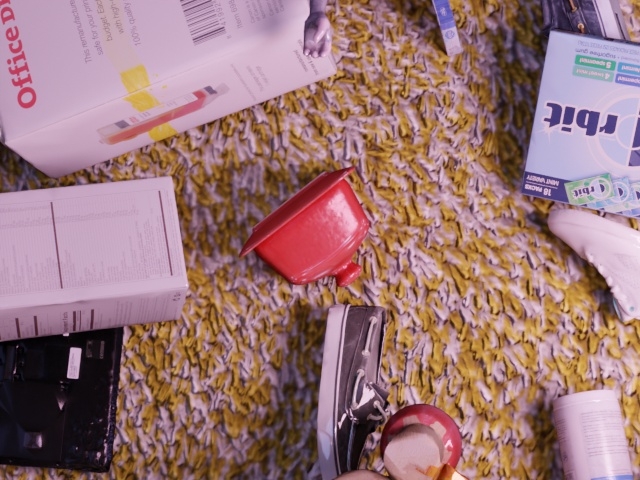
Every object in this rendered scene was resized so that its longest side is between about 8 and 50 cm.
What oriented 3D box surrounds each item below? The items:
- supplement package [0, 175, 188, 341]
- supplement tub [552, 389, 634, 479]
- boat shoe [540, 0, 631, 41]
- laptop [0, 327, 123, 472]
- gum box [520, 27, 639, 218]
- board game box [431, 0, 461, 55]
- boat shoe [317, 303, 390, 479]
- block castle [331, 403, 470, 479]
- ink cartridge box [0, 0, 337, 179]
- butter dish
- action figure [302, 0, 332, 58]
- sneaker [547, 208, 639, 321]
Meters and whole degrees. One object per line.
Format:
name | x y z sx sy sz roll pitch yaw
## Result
supplement package | -0.283 0.023 1.531 0.244 0.134 0.139 -6 72 -12
supplement tub | 0.285 0.215 1.423 0.071 0.071 0.107 -10 73 10
boat shoe | 0.309 -0.211 1.545 0.083 0.065 0.183 -19 77 28
laptop | -0.376 0.155 1.624 0.264 0.136 0.234 6 76 -12
gum box | 0.312 -0.126 1.484 0.157 0.041 0.184 13 107 15
board game box | 0.140 -0.273 1.580 0.020 0.090 0.090 -16 72 6
boat shoe | 0.039 0.175 1.488 0.070 0.078 0.219 -1 73 14
block castle | 0.061 0.414 1.353 0.303 0.213 0.453 38 93 8
ink cartridge box | -0.210 -0.276 1.625 0.384 0.160 0.279 -20 71 6
butter dish | 0.000 0.000 1.523 0.160 0.160 0.118 -39 93 1
action figure | -0.035 -0.372 1.470 0.370 0.276 0.248 14 123 2
sneaker | 0.330 0.038 1.463 0.212 0.080 0.094 27 94 17
